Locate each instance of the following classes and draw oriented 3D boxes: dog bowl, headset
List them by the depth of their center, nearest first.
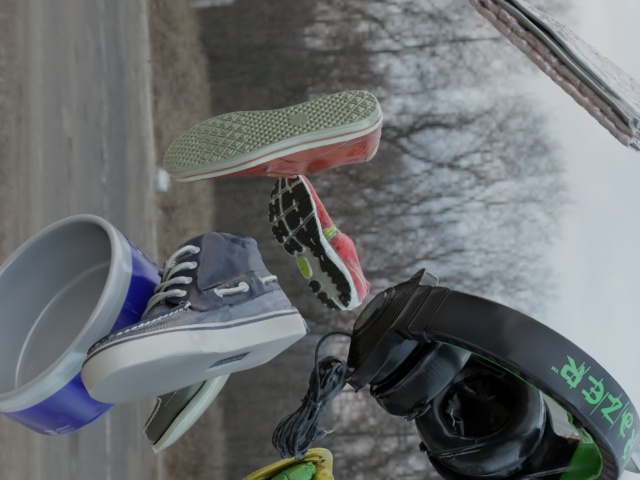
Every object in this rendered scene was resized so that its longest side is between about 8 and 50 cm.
[{"bbox_3d":[0.105,0.158,1.002,0.243,0.185,0.394,47,-24,-25],"label":"headset"},{"bbox_3d":[-0.319,0.103,1.315,0.104,0.265,0.264,44,31,-39],"label":"dog bowl"}]

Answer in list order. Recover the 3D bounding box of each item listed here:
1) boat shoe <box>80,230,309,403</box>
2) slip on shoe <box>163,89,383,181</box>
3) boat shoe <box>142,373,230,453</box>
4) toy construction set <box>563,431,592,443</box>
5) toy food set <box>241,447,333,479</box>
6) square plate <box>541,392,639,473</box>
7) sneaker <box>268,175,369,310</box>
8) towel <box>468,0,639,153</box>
[{"bbox_3d":[-0.165,0.080,1.228,0.341,0.127,0.158,-3,60,-57],"label":"boat shoe"},{"bbox_3d":[-0.067,-0.133,1.559,0.123,0.332,0.101,-99,175,-46],"label":"slip on shoe"},{"bbox_3d":[-0.177,0.178,1.495,0.305,0.091,0.109,-55,173,27],"label":"boat shoe"},{"bbox_3d":[0.462,0.425,1.574,0.215,0.328,0.151,-52,-179,41],"label":"toy construction set"},{"bbox_3d":[-0.067,0.389,1.562,0.071,0.218,0.128,58,-20,33],"label":"toy food set"},{"bbox_3d":[0.464,0.342,1.951,0.049,0.344,0.347,-64,150,-11],"label":"square plate"},{"bbox_3d":[0.000,0.000,1.944,0.118,0.107,0.279,-18,81,-57],"label":"sneaker"},{"bbox_3d":[0.384,-0.225,1.473,0.317,0.053,0.332,8,37,-54],"label":"towel"}]
